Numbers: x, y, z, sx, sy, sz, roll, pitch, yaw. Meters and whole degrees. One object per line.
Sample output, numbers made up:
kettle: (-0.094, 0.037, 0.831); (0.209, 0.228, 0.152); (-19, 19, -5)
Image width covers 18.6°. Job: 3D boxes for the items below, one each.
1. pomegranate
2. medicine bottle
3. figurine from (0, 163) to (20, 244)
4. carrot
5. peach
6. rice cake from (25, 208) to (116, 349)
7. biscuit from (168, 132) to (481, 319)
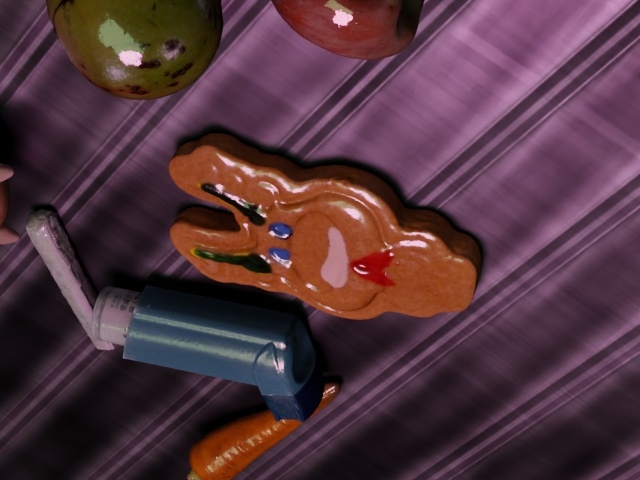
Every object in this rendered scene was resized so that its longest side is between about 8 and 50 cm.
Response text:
pomegranate: (-0.152, -0.233, 1.763); (0.179, 0.210, 0.179); (40, 168, 11)
medicine bottle: (-0.122, 0.115, 2.152); (0.258, 0.079, 0.124); (12, 138, 12)
figurine: (-0.425, -0.064, 2.047); (0.247, 0.173, 0.177); (16, 123, 48)
carrot: (-0.066, 0.215, 2.258); (0.061, 0.061, 0.257); (41, 124, -19)
peach: (0.023, -0.237, 1.700); (0.152, 0.152, 0.152); (12, 137, 11)
rice cake: (-0.275, 0.047, 2.182); (0.033, 0.033, 0.207); (-4, 132, 24)
biscuit: (0.000, 0.000, 2.007); (0.334, 0.047, 0.202); (16, 137, 7)
